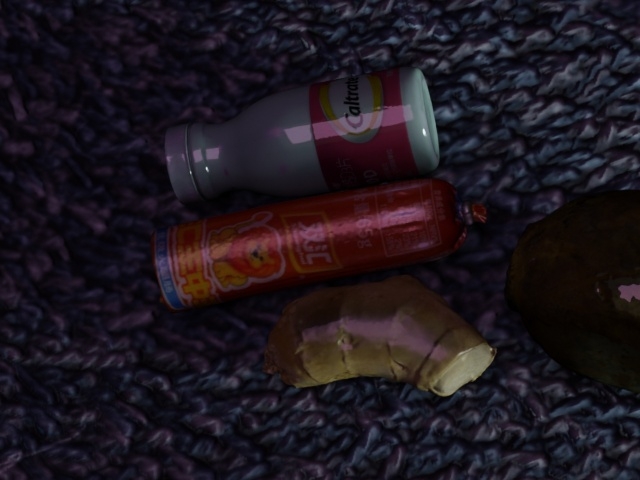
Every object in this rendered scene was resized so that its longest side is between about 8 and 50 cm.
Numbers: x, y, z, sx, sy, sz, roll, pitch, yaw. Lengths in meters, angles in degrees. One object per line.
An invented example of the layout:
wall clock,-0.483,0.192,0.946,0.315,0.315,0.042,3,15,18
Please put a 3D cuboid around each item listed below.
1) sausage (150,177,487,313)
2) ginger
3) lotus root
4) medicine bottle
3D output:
sausage,0.000,0.000,1.322,0.274,0.074,0.074,-11,73,8
ginger,0.044,0.078,1.293,0.190,0.069,0.095,-4,96,10
lotus root,0.277,0.047,1.206,0.275,0.160,0.151,15,89,15
medicine bottle,-0.016,-0.081,1.336,0.217,0.090,0.090,-11,73,9
